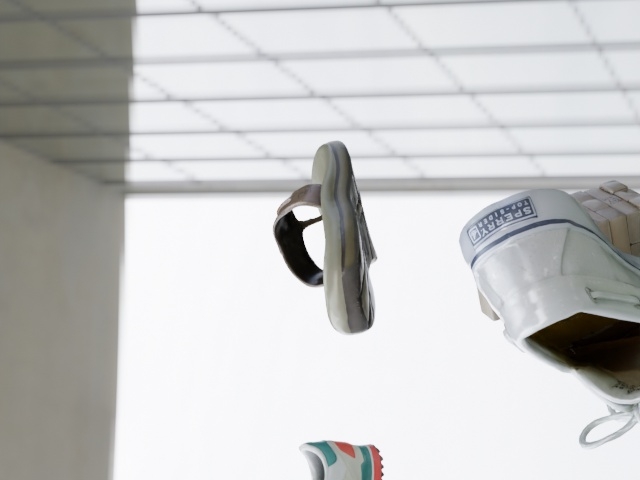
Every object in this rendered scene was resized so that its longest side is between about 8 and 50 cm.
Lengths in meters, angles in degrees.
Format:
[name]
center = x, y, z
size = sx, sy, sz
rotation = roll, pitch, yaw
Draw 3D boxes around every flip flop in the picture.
[flip flop]
center = 0.000, 0.000, 1.539
size = 0.277, 0.080, 0.112
rotation = -92, -13, -66

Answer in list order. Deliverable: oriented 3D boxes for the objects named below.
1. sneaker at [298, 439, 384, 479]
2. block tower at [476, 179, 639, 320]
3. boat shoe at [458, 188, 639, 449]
[sneaker]
center = 0.006, 0.235, 1.489
size = 0.057, 0.075, 0.161
rotation = -38, 43, 56
[block tower]
center = 0.305, -0.009, 1.671
size = 0.097, 0.335, 0.091
rotation = -140, 36, -67
[boat shoe]
center = 0.239, 0.089, 1.464
size = 0.367, 0.136, 0.156
rotation = 35, -148, -55
